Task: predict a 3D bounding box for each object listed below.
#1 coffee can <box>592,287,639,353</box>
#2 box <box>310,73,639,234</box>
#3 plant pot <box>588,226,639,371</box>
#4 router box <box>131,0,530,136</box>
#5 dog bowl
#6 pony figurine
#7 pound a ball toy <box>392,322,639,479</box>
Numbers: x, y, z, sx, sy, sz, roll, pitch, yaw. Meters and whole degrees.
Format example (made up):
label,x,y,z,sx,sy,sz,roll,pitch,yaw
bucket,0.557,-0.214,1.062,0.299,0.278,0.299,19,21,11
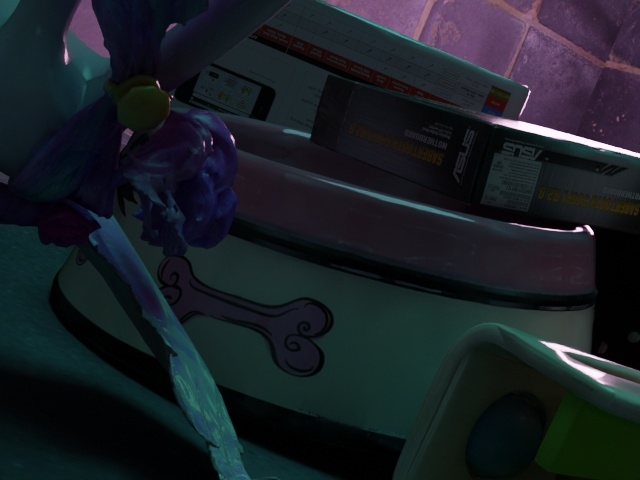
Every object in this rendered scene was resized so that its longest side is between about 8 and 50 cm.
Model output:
label,x,y,z,sx,sy,sz,roll,pitch,yaw
coffee can,0.463,0.159,1.367,0.275,0.201,0.201,25,5,18
box,0.137,-0.060,0.828,0.231,0.056,0.183,7,11,-38
plant pot,0.301,0.093,1.221,0.188,0.187,0.167,-19,-25,11
router box,-0.012,-0.073,1.096,0.335,0.301,0.082,24,5,1
dog bowl,0.019,0.014,0.835,0.408,0.150,0.408,15,10,-3
pony figurine,-0.139,-0.065,0.542,0.303,0.363,0.351,29,15,-47
pound a ball toy,0.211,0.111,0.661,0.319,0.208,0.136,19,7,-38
